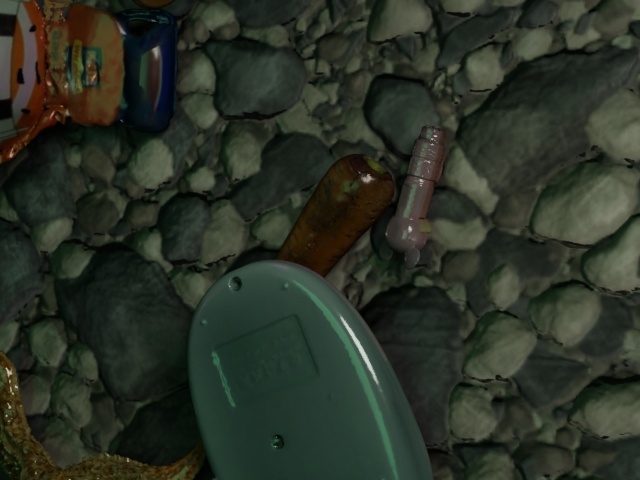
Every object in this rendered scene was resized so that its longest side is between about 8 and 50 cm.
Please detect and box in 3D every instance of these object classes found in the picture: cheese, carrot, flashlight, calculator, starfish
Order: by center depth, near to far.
[{"bbox_3d":[0.076,-0.033,1.102,0.052,0.031,0.110,21,96,55],"label":"flashlight"},{"bbox_3d":[-0.010,0.160,1.120,0.185,0.041,0.299,-23,86,29],"label":"calculator"},{"bbox_3d":[0.000,0.000,1.137,0.055,0.055,0.161,49,119,23],"label":"carrot"},{"bbox_3d":[-0.207,0.268,1.238,0.293,0.084,0.302,11,91,33],"label":"starfish"},{"bbox_3d":[-0.282,-0.159,1.271,0.329,0.129,0.217,6,98,14],"label":"cheese"}]

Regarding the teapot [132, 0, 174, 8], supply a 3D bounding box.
[{"bbox_3d":[-0.087,-0.294,1.149,0.178,0.135,0.252,48,111,28],"label":"teapot"}]
